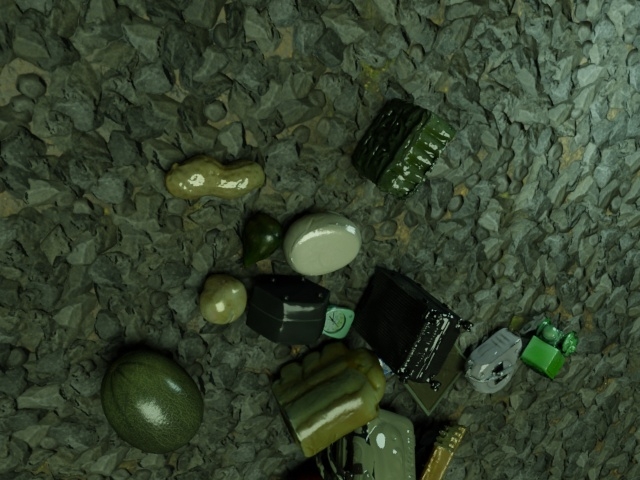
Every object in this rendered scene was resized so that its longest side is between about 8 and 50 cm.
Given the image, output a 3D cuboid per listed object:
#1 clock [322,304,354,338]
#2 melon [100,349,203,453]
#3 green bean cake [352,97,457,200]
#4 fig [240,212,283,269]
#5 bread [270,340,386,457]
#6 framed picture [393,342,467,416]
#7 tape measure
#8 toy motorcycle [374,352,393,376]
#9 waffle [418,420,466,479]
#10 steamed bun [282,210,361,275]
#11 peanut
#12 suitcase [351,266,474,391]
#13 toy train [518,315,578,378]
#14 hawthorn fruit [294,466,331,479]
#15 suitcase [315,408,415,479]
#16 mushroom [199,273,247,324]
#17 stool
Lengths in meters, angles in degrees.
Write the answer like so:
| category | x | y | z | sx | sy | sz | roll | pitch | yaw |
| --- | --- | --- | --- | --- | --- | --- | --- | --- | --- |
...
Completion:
| category | x | y | z | sx | sy | sz | roll | pitch | yaw |
| --- | --- | --- | --- | --- | --- | --- | --- | --- | --- |
| clock | 0.032 | 0.241 | 1.874 | 0.135 | 0.041 | 0.101 | 19 | 103 | -25 |
| melon | -0.457 | 0.434 | 1.650 | 0.237 | 0.237 | 0.302 | -37 | 115 | -4 |
| green bean cake | 0.217 | -0.246 | 1.635 | 0.132 | 0.255 | 0.241 | 29 | 102 | -26 |
| fig | -0.169 | 0.011 | 1.673 | 0.117 | 0.117 | 0.178 | 11 | 125 | -24 |
| bread | 0.041 | 0.465 | 1.826 | 0.341 | 0.300 | 0.210 | -31 | 120 | -12 |
| framed picture | 0.353 | 0.393 | 2.030 | 0.247 | 0.022 | 0.335 | -47 | 120 | -18 |
| tape measure | 0.599 | 0.438 | 2.126 | 0.236 | 0.120 | 0.197 | -33 | 128 | -14 |
| toy motorcycle | 0.180 | 0.420 | 1.988 | 0.205 | 0.076 | 0.114 | -34 | 126 | -5 |
| waffle | 0.393 | 0.793 | 2.098 | 0.348 | 0.077 | 0.304 | -1 | 113 | -68 |
| steamed bun | 0.000 | 0.000 | 1.714 | 0.228 | 0.131 | 0.177 | -10 | 124 | -19 |
| peanut | -0.268 | -0.158 | 1.566 | 0.263 | 0.101 | 0.117 | 1 | 130 | -22 |
| suitcase | 0.254 | 0.250 | 1.796 | 0.152 | 0.335 | 0.230 | 20 | 102 | -31 |
| toy train | 0.803 | 0.382 | 2.141 | 0.188 | 0.132 | 0.243 | -57 | 146 | -1 |
| hawthorn fruit | -0.022 | 0.907 | 2.007 | 0.265 | 0.265 | 0.307 | 33 | 118 | -28 |
| suitcase | 0.149 | 0.701 | 1.930 | 0.339 | 0.352 | 0.194 | 25 | 139 | -26 |
| mushroom | -0.270 | 0.162 | 1.683 | 0.148 | 0.112 | 0.148 | -8 | 101 | -41 |
| stool | -0.088 | 0.189 | 1.709 | 0.232 | 0.232 | 0.141 | 4 | 109 | -22 |
